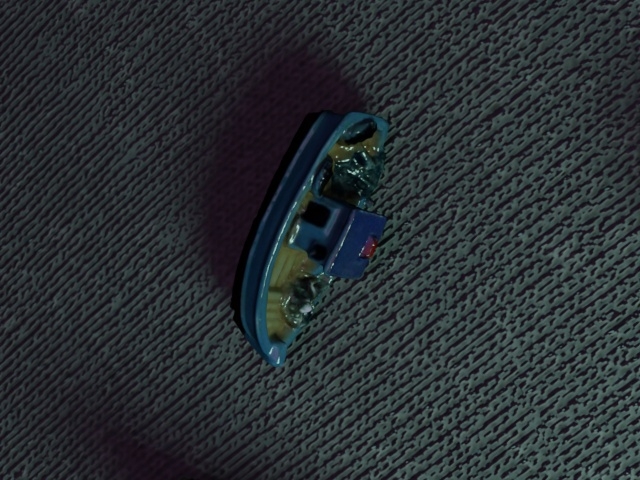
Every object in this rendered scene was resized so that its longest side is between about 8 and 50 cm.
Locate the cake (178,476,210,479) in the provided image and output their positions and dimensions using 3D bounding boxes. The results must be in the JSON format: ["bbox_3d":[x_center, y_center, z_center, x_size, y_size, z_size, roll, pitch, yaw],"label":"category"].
[{"bbox_3d":[-0.005,0.274,0.925,0.172,0.158,0.283,-40,72,15],"label":"cake"}]

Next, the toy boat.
[{"bbox_3d":[0.000,0.000,0.955,0.097,0.100,0.223,29,101,34],"label":"toy boat"}]
